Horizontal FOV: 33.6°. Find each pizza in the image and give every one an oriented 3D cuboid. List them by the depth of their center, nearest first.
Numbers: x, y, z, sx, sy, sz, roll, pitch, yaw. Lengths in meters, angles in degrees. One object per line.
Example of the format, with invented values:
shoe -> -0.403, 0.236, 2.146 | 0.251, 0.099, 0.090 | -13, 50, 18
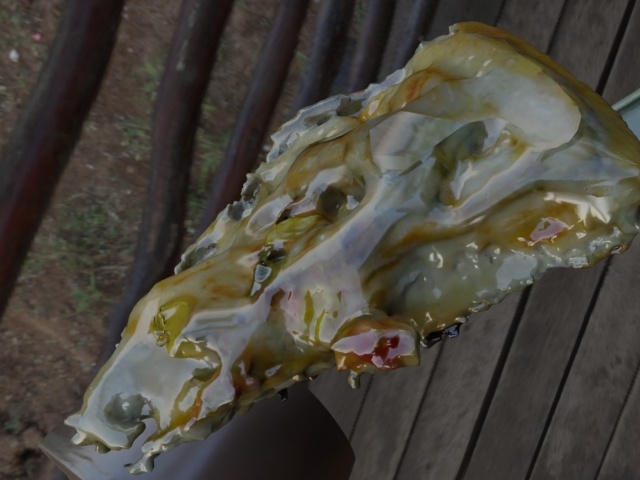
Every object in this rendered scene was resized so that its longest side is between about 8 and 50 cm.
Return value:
pizza -> 0.000, 0.000, 0.513 | 0.297, 0.071, 0.189 | -32, 42, 11

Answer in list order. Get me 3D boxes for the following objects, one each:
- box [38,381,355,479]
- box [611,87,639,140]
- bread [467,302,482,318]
box -> -0.117, 0.236, 1.121 | 0.301, 0.301, 0.216 | 36, 71, 12
box -> 0.365, -0.073, 1.217 | 0.274, 0.178, 0.138 | -32, 72, 0
bread -> 0.218, -0.061, 1.655 | 0.250, 0.225, 0.279 | -34, 112, -21
